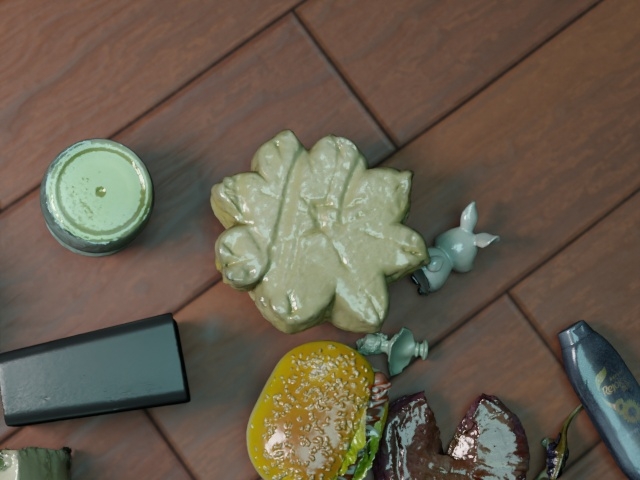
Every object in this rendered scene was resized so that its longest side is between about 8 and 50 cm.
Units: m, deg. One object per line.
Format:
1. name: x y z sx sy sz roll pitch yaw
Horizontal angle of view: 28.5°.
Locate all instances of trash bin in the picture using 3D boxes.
1. trash bin: -0.288 0.174 1.622 0.225 0.165 0.115 -11 84 -6

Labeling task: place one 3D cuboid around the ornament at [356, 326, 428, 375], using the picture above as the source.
1. ornament: 0.102 0.148 1.732 0.092 0.041 0.068 32 102 -13

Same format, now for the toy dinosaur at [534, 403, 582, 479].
1. toy dinosaur: 0.323 0.298 1.737 0.037 0.058 0.180 29 58 -17

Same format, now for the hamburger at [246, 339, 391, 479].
1. hamburger: -0.001 0.238 1.670 0.173 0.116 0.210 26 80 0

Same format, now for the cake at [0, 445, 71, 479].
1. cake: -0.465 0.332 1.576 0.283 0.172 0.158 2 80 -5

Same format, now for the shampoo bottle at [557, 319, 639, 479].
1. shampoo bottle: 0.407 0.221 1.753 0.087 0.049 0.234 -28 86 -21

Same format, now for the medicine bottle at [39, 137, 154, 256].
1. medicine bottle: -0.294 -0.055 1.661 0.147 0.143 0.147 1 84 -11

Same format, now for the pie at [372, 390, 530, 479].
1. pie: 0.180 0.301 1.713 0.218 0.054 0.204 -11 83 -8

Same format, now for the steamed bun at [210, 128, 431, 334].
1. steamed bun: 0.000 0.000 1.696 0.295 0.137 0.292 -37 84 -18

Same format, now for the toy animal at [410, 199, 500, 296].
1. toy animal: 0.178 0.015 1.746 0.124 0.085 0.071 -31 69 -15
